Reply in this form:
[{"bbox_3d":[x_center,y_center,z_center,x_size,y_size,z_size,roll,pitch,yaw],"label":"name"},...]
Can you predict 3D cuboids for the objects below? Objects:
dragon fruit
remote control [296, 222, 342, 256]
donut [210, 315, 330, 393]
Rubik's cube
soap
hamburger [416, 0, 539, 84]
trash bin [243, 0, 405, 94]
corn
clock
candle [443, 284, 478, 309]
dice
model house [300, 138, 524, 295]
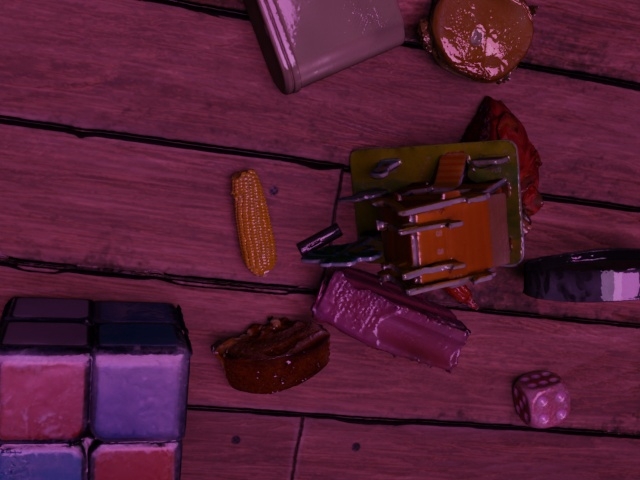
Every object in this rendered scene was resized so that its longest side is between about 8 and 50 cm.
[{"bbox_3d":[0.353,-0.098,1.723,0.205,0.152,0.317,25,94,-18],"label":"dragon fruit"},{"bbox_3d":[0.000,0.000,1.725,0.091,0.016,0.034,-29,101,-7],"label":"remote control"},{"bbox_3d":[-0.090,0.226,1.689,0.186,0.144,0.126,-32,130,-32],"label":"donut"},{"bbox_3d":[-0.396,0.286,1.528,0.318,0.316,0.313,3,100,-13],"label":"Rubik's cube"},{"bbox_3d":[0.120,0.139,1.696,0.289,0.182,0.112,22,96,-22],"label":"soap"},{"bbox_3d":[0.286,-0.391,1.669,0.215,0.122,0.189,15,90,-12],"label":"hamburger"},{"bbox_3d":[0.003,-0.417,1.599,0.247,0.121,0.243,-25,105,-12],"label":"trash bin"},{"bbox_3d":[-0.125,-0.031,1.663,0.067,0.067,0.206,-13,103,-11],"label":"corn"},{"bbox_3d":[0.546,0.064,1.719,0.312,0.312,0.061,-6,96,-12],"label":"clock"},{"bbox_3d":[0.257,0.087,1.787,0.162,0.048,0.053,44,45,-10],"label":"candle"},{"bbox_3d":[0.459,0.330,1.857,0.093,0.094,0.091,-13,106,-12],"label":"dice"},{"bbox_3d":[0.140,-0.037,1.545,0.357,0.313,0.243,2,102,28],"label":"model house"}]
